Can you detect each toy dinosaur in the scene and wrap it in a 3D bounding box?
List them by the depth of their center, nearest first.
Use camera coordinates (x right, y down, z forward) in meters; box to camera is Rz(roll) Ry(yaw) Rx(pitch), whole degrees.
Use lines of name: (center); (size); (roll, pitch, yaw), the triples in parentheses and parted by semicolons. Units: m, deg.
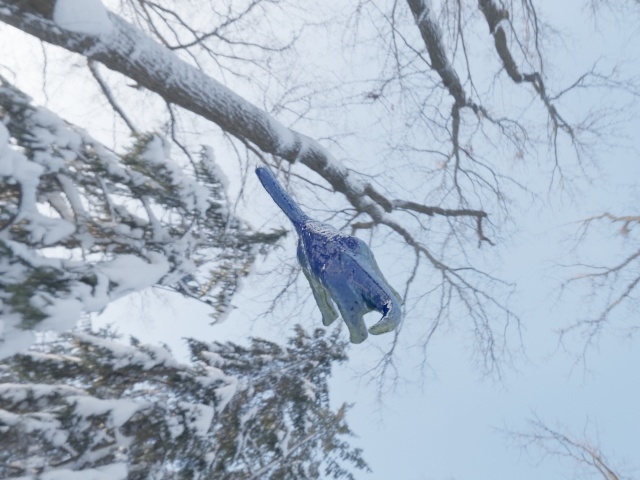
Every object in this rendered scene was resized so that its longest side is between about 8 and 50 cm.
toy dinosaur: (0.000, 0.000, 0.541); (0.075, 0.248, 0.188); (-32, -82, -5)
